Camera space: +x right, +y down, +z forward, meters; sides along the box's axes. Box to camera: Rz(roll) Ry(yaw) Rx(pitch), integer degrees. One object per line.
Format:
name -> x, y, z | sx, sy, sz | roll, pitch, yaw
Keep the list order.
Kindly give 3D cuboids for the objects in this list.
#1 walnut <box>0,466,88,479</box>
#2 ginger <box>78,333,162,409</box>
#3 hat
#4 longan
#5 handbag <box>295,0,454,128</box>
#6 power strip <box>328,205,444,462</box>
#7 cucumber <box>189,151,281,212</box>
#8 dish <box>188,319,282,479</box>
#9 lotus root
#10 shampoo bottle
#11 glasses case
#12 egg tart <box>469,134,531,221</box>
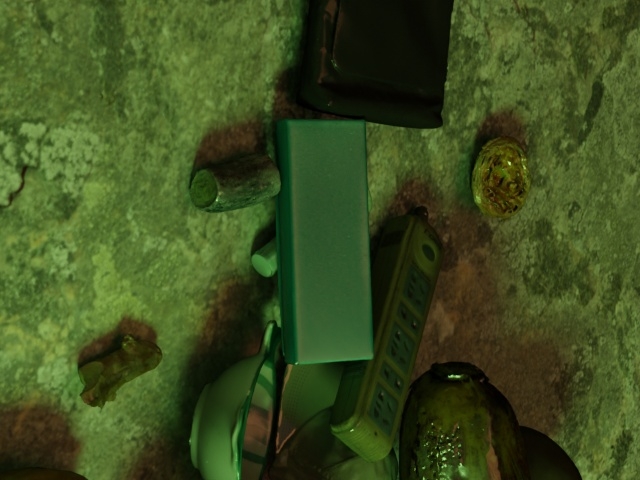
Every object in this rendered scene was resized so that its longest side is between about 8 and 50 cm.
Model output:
walnut -> -0.331, 0.316, 1.577 | 0.245, 0.137, 0.137 | -20, 115, -41
ginger -> -0.237, 0.150, 1.689 | 0.137, 0.044, 0.057 | -34, 94, -42
hat -> 0.044, 0.236, 1.911 | 0.214, 0.149, 0.245 | -12, 122, -55
longan -> 0.276, 0.390, 2.147 | 0.248, 0.248, 0.248 | -14, 111, -42
handbag -> 0.070, -0.262, 1.866 | 0.247, 0.080, 0.223 | 5, 90, -45
power strip -> 0.097, 0.107, 1.921 | 0.092, 0.066, 0.388 | 45, 46, -35
cucumber -> -0.104, -0.067, 1.754 | 0.112, 0.064, 0.064 | -17, 113, -39
dish -> -0.108, 0.217, 1.783 | 0.224, 0.078, 0.246 | 65, 34, -73
lotus root -> 0.197, 0.347, 1.949 | 0.196, 0.179, 0.398 | -77, 162, -75
shampoo bottle -> -0.010, -0.017, 1.870 | 0.190, 0.041, 0.069 | -39, 128, -31
glasses case -> -0.002, 0.000, 1.813 | 0.117, 0.070, 0.301 | -1, 91, -29
egg tart -> 0.254, -0.092, 2.114 | 0.128, 0.049, 0.129 | -7, 100, -43
